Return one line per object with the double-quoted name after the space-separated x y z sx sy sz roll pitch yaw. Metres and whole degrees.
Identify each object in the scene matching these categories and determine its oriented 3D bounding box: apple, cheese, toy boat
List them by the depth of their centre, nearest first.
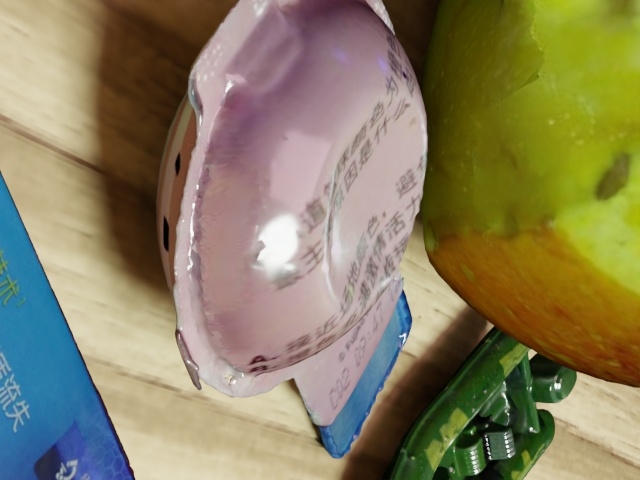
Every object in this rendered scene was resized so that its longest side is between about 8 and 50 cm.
0.000 0.000 0.566 0.189 0.074 0.286 -59 152 -24 "cheese"
0.196 -0.125 0.617 0.384 0.374 0.374 -34 131 -6 "apple"
0.080 0.124 0.722 0.210 0.052 0.104 -42 132 -43 "toy boat"

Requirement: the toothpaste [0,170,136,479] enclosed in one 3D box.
-0.140 -0.009 0.376 0.076 0.066 0.320 -46 131 -40 "toothpaste"
